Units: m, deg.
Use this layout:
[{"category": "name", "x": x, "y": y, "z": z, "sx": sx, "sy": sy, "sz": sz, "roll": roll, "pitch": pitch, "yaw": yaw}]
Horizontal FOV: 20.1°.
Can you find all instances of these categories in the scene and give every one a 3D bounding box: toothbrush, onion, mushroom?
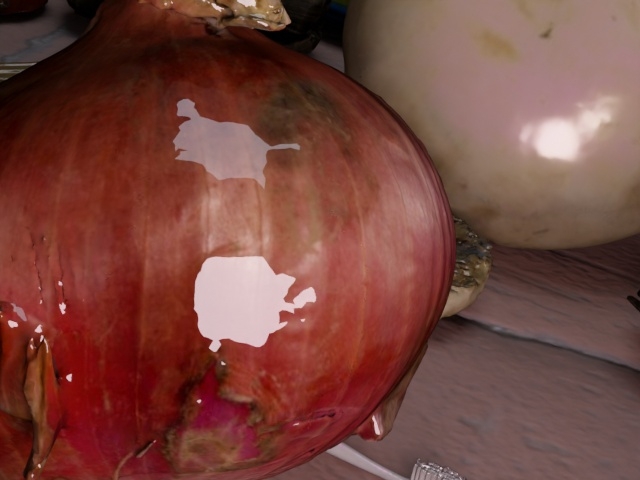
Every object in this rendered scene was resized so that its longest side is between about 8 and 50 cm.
[{"category": "toothbrush", "x": -0.022, "y": 0.121, "z": 1.178, "sx": 0.257, "sy": 0.024, "sz": 0.018, "roll": 19, "pitch": 24, "yaw": 20}, {"category": "onion", "x": -0.093, "y": 0.020, "z": 1.047, "sx": 0.353, "sy": 0.354, "sz": 0.354, "roll": 10, "pitch": 23, "yaw": -4}, {"category": "mushroom", "x": 0.202, "y": -0.174, "z": 1.577, "sx": 0.353, "sy": 0.325, "sz": 0.353, "roll": -14, "pitch": 17, "yaw": 4}]

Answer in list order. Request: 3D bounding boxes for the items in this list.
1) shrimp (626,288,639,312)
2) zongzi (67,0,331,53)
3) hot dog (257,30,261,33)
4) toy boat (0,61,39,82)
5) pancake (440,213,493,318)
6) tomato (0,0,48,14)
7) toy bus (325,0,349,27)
[{"category": "shrimp", "x": 0.376, "y": 0.122, "z": 1.315, "sx": 0.233, "sy": 0.071, "sz": 0.365, "roll": 5, "pitch": 25, "yaw": -30}, {"category": "zongzi", "x": -0.139, "y": -0.299, "z": 1.969, "sx": 0.286, "sy": 0.134, "sz": 0.288, "roll": 13, "pitch": 15, "yaw": -13}, {"category": "hot dog", "x": -0.055, "y": -0.129, "z": 1.634, "sx": 0.076, "sy": 0.104, "sz": 0.250, "roll": -27, "pitch": 24, "yaw": -8}, {"category": "toy boat", "x": -0.212, "y": -0.099, "z": 1.503, "sx": 0.310, "sy": 0.089, "sz": 0.115, "roll": 0, "pitch": 28, "yaw": -26}, {"category": "pancake", "x": 0.000, "y": -0.001, "z": 1.431, "sx": 0.282, "sy": 0.049, "sz": 0.282, "roll": 9, "pitch": 23, "yaw": -4}, {"category": "tomato", "x": -0.370, "y": -0.300, "z": 1.876, "sx": 0.189, "sy": 0.099, "sz": 0.173, "roll": -3, "pitch": 29, "yaw": -28}, {"category": "toy bus", "x": 0.067, "y": -0.316, "z": 2.022, "sx": 0.287, "sy": 0.175, "sz": 0.138, "roll": 24, "pitch": 10, "yaw": 26}]
